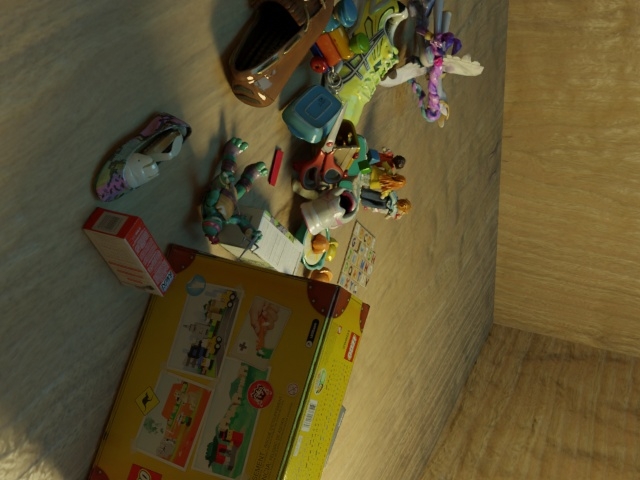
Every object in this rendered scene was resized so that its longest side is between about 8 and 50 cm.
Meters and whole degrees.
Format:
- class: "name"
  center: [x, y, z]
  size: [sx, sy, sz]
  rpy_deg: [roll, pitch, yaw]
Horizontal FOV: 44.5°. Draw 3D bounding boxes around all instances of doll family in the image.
- class: "doll family"
  center: [0.184, -0.140, 2.263]
  size: [0.118, 0.163, 0.263]
  rpy_deg: [-55, 147, -41]

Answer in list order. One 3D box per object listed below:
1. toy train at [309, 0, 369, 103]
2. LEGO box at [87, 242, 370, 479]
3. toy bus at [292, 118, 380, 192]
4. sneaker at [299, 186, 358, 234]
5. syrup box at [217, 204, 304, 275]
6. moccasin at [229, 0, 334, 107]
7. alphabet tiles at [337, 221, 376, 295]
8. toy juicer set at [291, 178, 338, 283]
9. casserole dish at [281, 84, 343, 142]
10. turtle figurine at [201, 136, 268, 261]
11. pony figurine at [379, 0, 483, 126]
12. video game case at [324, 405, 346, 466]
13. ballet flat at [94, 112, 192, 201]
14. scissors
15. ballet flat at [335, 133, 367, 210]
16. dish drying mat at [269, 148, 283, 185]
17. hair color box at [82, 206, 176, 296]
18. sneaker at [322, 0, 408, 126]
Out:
- class: "toy train"
  center: [0.054, -0.436, 1.802]
  size: [0.248, 0.143, 0.105]
  rpy_deg: [58, 46, -29]
- class: "LEGO box"
  center: [-0.168, 0.296, 1.462]
  size: [0.193, 0.373, 0.500]
  rpy_deg: [40, 65, -63]
- class: "toy bus"
  center: [0.024, -0.221, 1.948]
  size: [0.191, 0.202, 0.104]
  rpy_deg: [23, 49, -58]
- class: "sneaker"
  center: [0.048, -0.082, 1.941]
  size: [0.103, 0.111, 0.252]
  rpy_deg: [67, 24, -7]
- class: "syrup box"
  center: [-0.130, 0.009, 1.744]
  size: [0.237, 0.093, 0.096]
  rpy_deg: [44, 61, -62]
- class: "moccasin"
  center: [-0.080, -0.457, 1.606]
  size: [0.380, 0.139, 0.147]
  rpy_deg: [-57, 159, -20]
- class: "alphabet tiles"
  center: [0.121, 0.069, 2.413]
  size: [0.237, 0.009, 0.198]
  rpy_deg: [37, 67, -63]
- class: "toy juicer set"
  center: [0.000, 0.000, 2.013]
  size: [0.209, 0.090, 0.328]
  rpy_deg: [-16, 112, -58]
- class: "casserole dish"
  center: [-0.012, -0.303, 1.831]
  size: [0.037, 0.114, 0.188]
  rpy_deg: [-49, -178, 46]
- class: "turtle figurine"
  center: [-0.181, -0.082, 1.563]
  size: [0.175, 0.118, 0.234]
  rpy_deg: [68, 29, -49]
- class: "pony figurine"
  center: [0.336, -0.546, 2.333]
  size: [0.351, 0.303, 0.363]
  rpy_deg: [17, 70, -74]
- class: "video game case"
  center: [0.001, 0.557, 2.362]
  size: [0.196, 0.026, 0.274]
  rpy_deg: [-67, 154, -22]
- class: "ballet flat"
  center: [-0.294, -0.144, 1.337]
  size: [0.221, 0.079, 0.077]
  rpy_deg: [-56, 148, -39]
- class: "scissors"
  center: [0.007, -0.212, 1.812]
  size: [0.297, 0.109, 0.021]
  rpy_deg: [94, -14, -58]
- class: "ballet flat"
  center: [0.075, -0.177, 2.139]
  size: [0.077, 0.091, 0.240]
  rpy_deg: [-103, -157, -75]
- class: "dish drying mat"
  center: [-0.104, -0.169, 1.820]
  size: [0.032, 0.008, 0.083]
  rpy_deg: [21, 81, -66]
- class: "hair color box"
  center: [-0.323, 0.021, 1.335]
  size: [0.053, 0.093, 0.167]
  rpy_deg: [-62, 152, -31]
- class: "sneaker"
  center: [0.112, -0.450, 1.988]
  size: [0.145, 0.147, 0.384]
  rpy_deg: [13, 90, -67]
